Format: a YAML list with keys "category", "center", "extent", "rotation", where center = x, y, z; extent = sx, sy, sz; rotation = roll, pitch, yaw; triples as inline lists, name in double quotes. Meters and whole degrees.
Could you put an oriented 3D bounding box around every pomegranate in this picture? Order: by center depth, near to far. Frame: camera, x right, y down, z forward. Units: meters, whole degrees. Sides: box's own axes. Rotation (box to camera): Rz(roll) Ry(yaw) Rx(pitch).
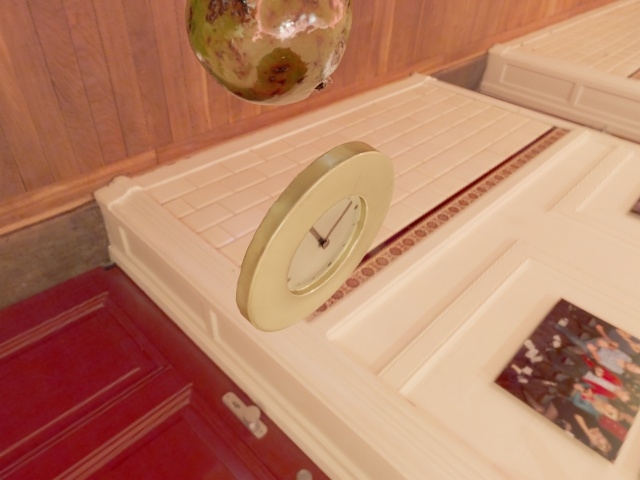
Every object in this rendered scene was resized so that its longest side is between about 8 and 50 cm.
- category: "pomegranate"
  center: [-0.073, -0.269, 0.516]
  extent: [0.202, 0.248, 0.202]
  rotation: [-43, -171, 9]

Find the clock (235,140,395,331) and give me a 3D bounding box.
- category: "clock"
  center: [0.000, 0.000, 0.513]
  extent: [0.235, 0.029, 0.235]
  rotation: [-41, 153, -26]
